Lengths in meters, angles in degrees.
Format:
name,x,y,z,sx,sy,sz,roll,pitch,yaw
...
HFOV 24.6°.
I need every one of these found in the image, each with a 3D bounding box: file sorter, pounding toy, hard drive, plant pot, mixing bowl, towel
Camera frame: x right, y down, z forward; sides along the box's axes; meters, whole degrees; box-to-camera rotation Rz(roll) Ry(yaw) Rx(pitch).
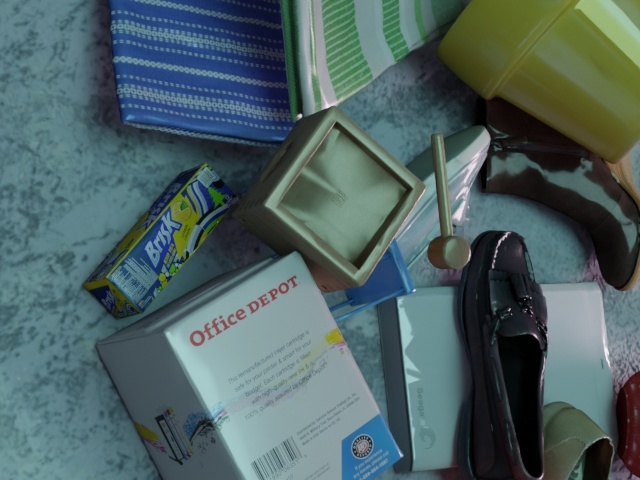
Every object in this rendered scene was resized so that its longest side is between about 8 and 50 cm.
name,x,y,z,sx,sy,sz,roll,pitch,yaw
file sorter,0.000,0.000,1.544,0.104,0.118,0.170,-24,94,-30
pounding toy,0.049,-0.034,1.454,0.206,0.094,0.181,40,69,-16
hard drive,0.210,0.152,1.695,0.307,0.040,0.203,0,81,-34
plant pot,0.300,-0.223,1.663,0.239,0.254,0.254,44,59,4
mixing bowl,0.407,0.220,1.750,0.098,0.181,0.181,1,78,2
towel,-0.109,-0.260,1.533,0.243,0.040,0.336,6,66,-31
towel,0.060,-0.288,1.545,0.325,0.038,0.248,-37,130,-46

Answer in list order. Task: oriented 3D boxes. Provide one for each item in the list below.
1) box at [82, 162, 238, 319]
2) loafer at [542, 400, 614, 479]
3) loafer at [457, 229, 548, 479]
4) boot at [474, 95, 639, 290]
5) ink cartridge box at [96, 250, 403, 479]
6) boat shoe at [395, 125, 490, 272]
name,x,y,z,sx,sy,sz,roll,pitch,yaw
box,-0.159,0.000,1.473,0.054,0.059,0.169,49,59,-17
loafer,0.273,0.319,1.649,0.102,0.092,0.268,-2,96,-33
loafer,0.216,0.131,1.619,0.109,0.095,0.302,12,74,-31
boot,0.285,-0.058,1.777,0.207,0.090,0.248,-2,83,-21
ink cartridge box,-0.072,0.156,1.432,0.171,0.168,0.233,-30,97,-33
boat shoe,0.124,-0.038,1.662,0.227,0.079,0.081,-46,115,-26
